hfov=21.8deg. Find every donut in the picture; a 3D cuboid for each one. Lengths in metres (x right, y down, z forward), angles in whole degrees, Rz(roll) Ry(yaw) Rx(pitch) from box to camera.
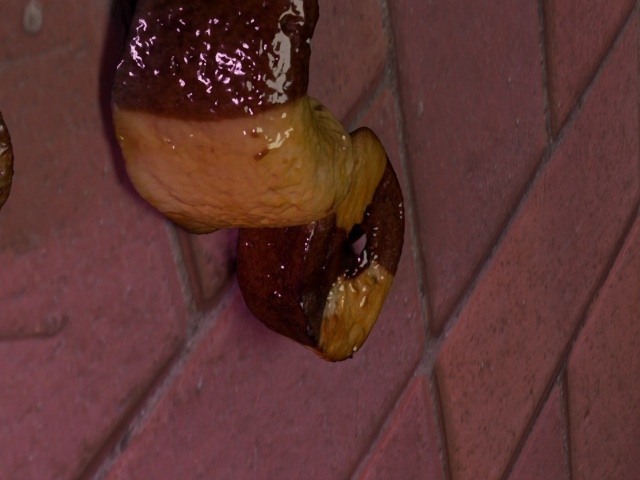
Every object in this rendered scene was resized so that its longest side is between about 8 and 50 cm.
[{"bbox_3d":[0.000,0.000,1.201,0.184,0.073,0.166,33,70,-65],"label":"donut"},{"bbox_3d":[-0.046,-0.116,1.004,0.151,0.112,0.295,-43,137,-57],"label":"donut"}]

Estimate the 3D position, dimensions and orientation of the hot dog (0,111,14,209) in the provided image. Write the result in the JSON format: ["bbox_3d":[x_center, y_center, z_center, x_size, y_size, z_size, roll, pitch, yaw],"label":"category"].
[{"bbox_3d":[-0.191,-0.028,0.784,0.147,0.065,0.099,72,28,-44],"label":"hot dog"}]
